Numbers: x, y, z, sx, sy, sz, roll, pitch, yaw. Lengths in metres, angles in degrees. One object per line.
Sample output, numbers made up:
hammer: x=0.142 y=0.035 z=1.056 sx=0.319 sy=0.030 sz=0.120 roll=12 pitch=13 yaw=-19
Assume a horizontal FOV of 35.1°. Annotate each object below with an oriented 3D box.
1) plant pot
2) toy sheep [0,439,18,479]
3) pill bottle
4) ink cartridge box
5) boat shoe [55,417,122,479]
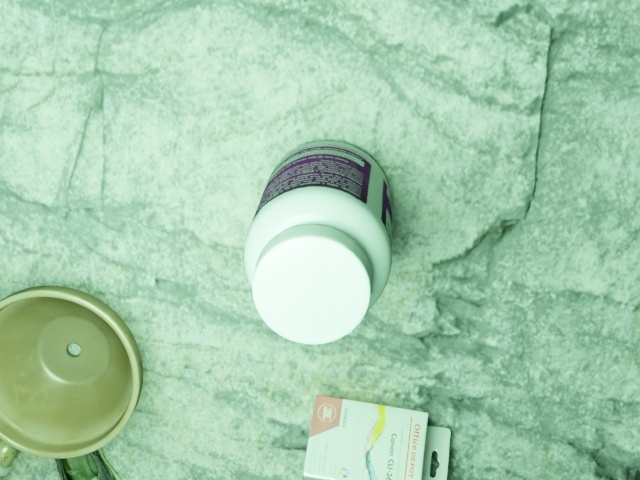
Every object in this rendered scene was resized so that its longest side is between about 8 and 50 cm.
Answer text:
plant pot: x=-0.351 y=0.165 z=1.374 sx=0.237 sy=0.110 sz=0.237 roll=1 pitch=105 yaw=3
toy sheep: x=-0.497 y=0.318 z=1.463 sx=0.132 sy=0.091 sz=0.091 roll=-23 pitch=107 yaw=7
pill bottle: x=0.000 y=0.000 z=1.186 sx=0.169 sy=0.301 sz=0.169 roll=2 pitch=111 yaw=4
ink cartridge box: x=0.081 y=0.287 z=1.383 sx=0.198 sy=0.115 sz=0.067 roll=8 pitch=156 yaw=1
boat shoe: x=-0.340 y=0.344 z=1.465 sx=0.080 sy=0.073 sz=0.223 roll=-10 pitch=108 yaw=10
